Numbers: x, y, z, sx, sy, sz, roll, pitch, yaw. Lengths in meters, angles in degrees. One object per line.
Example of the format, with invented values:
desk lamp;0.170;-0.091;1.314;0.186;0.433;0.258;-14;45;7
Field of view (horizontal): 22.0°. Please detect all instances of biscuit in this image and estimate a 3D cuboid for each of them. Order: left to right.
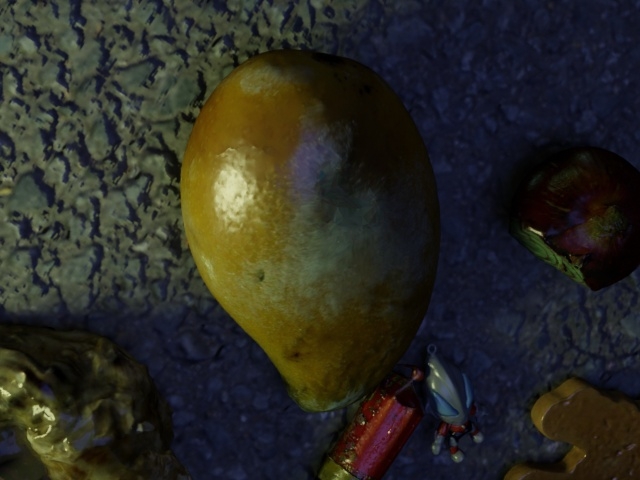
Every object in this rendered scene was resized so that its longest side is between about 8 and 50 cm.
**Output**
biscuit;0.279;0.201;1.473;0.236;0.040;0.144;14;109;-25

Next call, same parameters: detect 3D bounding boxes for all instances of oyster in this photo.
oyster;-0.224;0.151;1.246;0.294;0.094;0.166;8;113;-16

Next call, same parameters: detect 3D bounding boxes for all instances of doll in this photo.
doll;0.108;0.135;1.385;0.057;0.039;0.114;-20;120;3

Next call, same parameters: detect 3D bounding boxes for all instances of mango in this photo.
mango;0.000;0.000;1.247;0.192;0.146;0.316;-19;123;-10

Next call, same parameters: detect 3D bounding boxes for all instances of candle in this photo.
candle;0.047;0.159;1.365;0.052;0.052;0.131;30;94;-26

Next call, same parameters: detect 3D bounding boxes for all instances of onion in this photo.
onion;0.216;-0.022;1.334;0.117;0.118;0.118;42;90;-22
